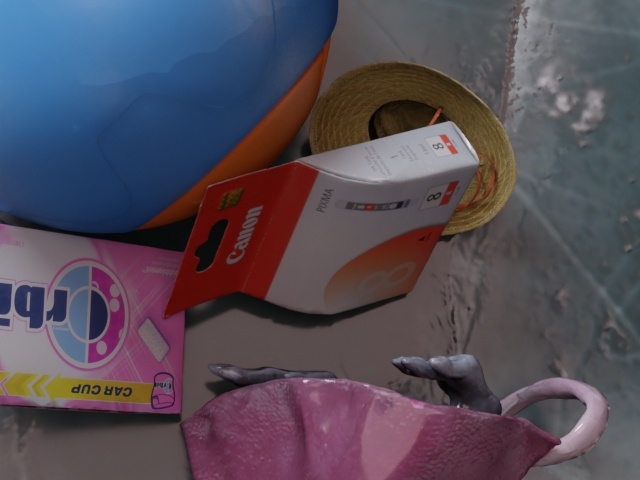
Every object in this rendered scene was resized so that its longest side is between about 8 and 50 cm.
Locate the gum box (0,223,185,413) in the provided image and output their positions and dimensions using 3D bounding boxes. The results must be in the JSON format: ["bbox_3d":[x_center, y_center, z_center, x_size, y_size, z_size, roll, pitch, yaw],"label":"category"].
[{"bbox_3d":[-0.172,0.051,1.054,0.188,0.062,0.107,10,79,-48],"label":"gum box"}]

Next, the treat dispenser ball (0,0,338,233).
[{"bbox_3d":[-0.132,-0.148,1.034,0.288,0.288,0.288,1,80,-5],"label":"treat dispenser ball"}]

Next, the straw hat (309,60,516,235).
[{"bbox_3d":[0.069,-0.075,1.152,0.144,0.144,0.061,26,41,0],"label":"straw hat"}]

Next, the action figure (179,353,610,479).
[{"bbox_3d":[0.012,0.262,1.055,0.275,0.248,0.370,7,77,-31],"label":"action figure"}]

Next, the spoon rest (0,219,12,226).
[{"bbox_3d":[-0.270,0.103,1.084,0.137,0.084,0.276,29,78,1],"label":"spoon rest"}]

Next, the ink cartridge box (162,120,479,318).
[{"bbox_3d":[0.000,0.000,1.066,0.179,0.145,0.045,-19,62,-30],"label":"ink cartridge box"}]
